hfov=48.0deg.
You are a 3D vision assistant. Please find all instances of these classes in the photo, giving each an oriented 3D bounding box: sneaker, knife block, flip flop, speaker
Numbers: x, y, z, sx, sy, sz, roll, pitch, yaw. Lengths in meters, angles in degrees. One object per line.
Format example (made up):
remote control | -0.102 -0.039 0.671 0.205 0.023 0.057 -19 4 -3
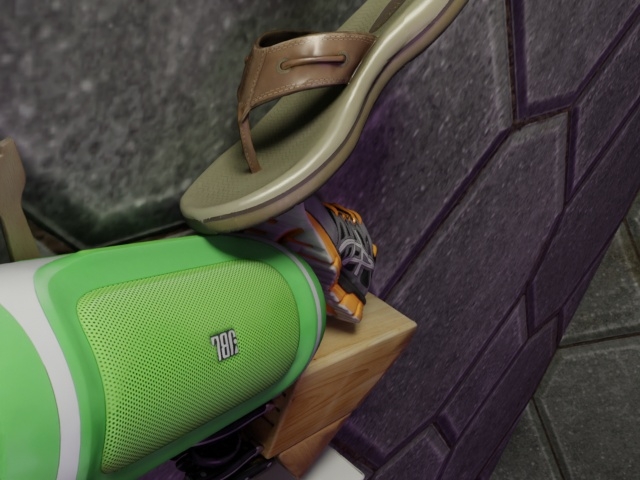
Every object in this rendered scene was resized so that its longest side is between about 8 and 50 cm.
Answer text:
sneaker | 0.000 0.000 0.623 0.083 0.084 0.215 -64 158 -17
knife block | -0.032 0.114 0.663 0.275 0.088 0.242 -47 151 -18
flip flop | -0.001 -0.118 0.477 0.277 0.112 0.080 -49 122 -6
speaker | -0.105 0.065 0.425 0.296 0.131 0.131 -12 129 -65

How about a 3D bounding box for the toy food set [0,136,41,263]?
toy food set | -0.224 0.034 0.339 0.192 0.039 0.132 -44 157 -35

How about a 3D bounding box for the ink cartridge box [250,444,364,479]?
ink cartridge box | -0.080 0.374 0.822 0.201 0.117 0.278 -23 136 -48
